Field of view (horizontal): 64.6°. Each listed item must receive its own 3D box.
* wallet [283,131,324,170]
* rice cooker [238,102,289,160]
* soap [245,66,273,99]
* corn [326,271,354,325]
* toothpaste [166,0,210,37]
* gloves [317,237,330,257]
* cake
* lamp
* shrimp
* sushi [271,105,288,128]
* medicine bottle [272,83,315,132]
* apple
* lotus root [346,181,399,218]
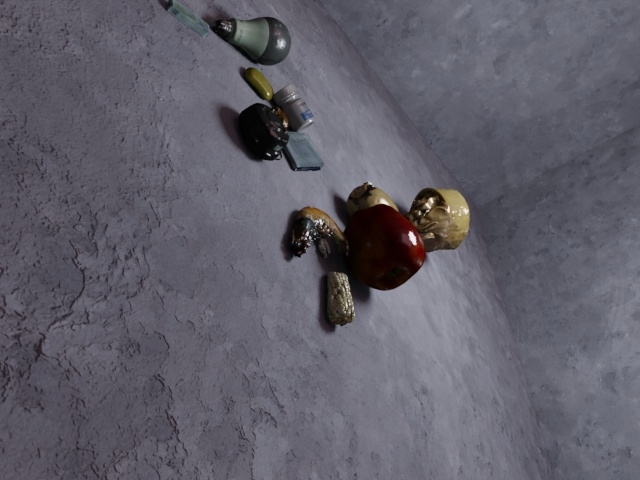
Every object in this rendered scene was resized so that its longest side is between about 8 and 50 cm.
[{"bbox_3d":[-0.075,-0.345,1.940,0.167,0.036,0.222,63,27,6],"label":"wallet"},{"bbox_3d":[-0.186,-0.358,1.672,0.202,0.118,0.142,61,26,10],"label":"rice cooker"},{"bbox_3d":[-0.229,-0.595,1.914,0.140,0.045,0.088,46,34,-25],"label":"soap"},{"bbox_3d":[0.062,0.174,1.608,0.087,0.087,0.210,39,34,-36],"label":"corn"},{"bbox_3d":[-0.445,-0.750,1.710,0.164,0.034,0.046,23,44,-50],"label":"toothpaste"},{"bbox_3d":[0.013,0.020,1.725,0.044,0.037,0.080,7,54,-22],"label":"gloves"},{"bbox_3d":[0.507,-0.098,2.459,0.322,0.332,0.332,-2,61,-26],"label":"cake"},{"bbox_3d":[-0.243,-0.777,1.930,0.314,0.182,0.181,-6,69,-57],"label":"lamp"},{"bbox_3d":[0.000,0.000,1.659,0.222,0.054,0.290,38,33,-7],"label":"shrimp"},{"bbox_3d":[-0.157,-0.454,1.894,0.060,0.061,0.118,10,34,-46],"label":"sushi"},{"bbox_3d":[-0.103,-0.516,1.986,0.168,0.105,0.105,57,27,-5],"label":"medicine bottle"},{"bbox_3d":[0.225,0.026,1.823,0.288,0.288,0.316,32,25,-43],"label":"apple"},{"bbox_3d":[0.236,-0.090,2.053,0.310,0.183,0.182,46,30,-23],"label":"lotus root"}]
